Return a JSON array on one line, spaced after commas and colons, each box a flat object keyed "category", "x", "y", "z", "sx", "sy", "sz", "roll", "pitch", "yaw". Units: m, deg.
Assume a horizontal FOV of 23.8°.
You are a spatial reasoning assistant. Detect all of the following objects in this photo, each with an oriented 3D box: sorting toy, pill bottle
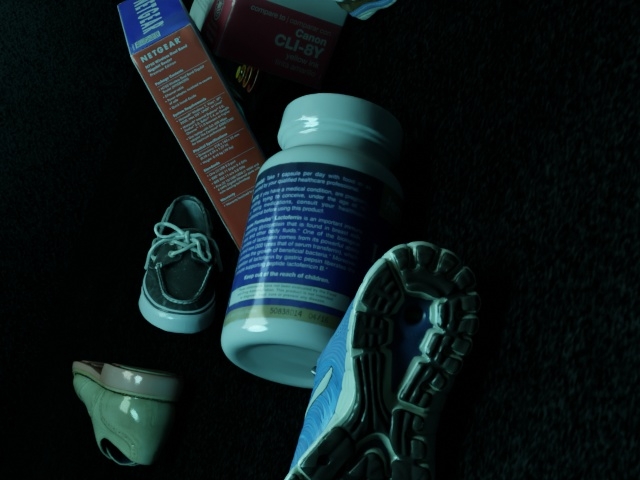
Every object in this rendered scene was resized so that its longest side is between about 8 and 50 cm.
[{"category": "sorting toy", "x": -0.106, "y": -0.281, "z": 2.352, "sx": 0.061, "sy": 0.042, "sz": 0.102, "roll": 134, "pitch": 150, "yaw": -57}, {"category": "pill bottle", "x": 0.000, "y": 0.000, "z": 1.487, "sx": 0.153, "sy": 0.153, "sz": 0.265, "roll": 140, "pitch": 144, "yaw": -62}]

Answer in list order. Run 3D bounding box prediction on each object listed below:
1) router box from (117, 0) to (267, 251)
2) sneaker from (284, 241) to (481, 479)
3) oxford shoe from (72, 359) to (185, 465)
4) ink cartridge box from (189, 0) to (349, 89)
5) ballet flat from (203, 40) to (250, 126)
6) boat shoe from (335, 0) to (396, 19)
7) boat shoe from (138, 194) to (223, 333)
[{"category": "router box", "x": -0.144, "y": -0.159, "z": 1.927, "sx": 0.082, "sy": 0.301, "sz": 0.335, "roll": -28, "pitch": 21, "yaw": 0}, {"category": "sneaker", "x": 0.045, "y": 0.160, "z": 1.273, "sx": 0.147, "sy": 0.129, "sz": 0.330, "roll": -109, "pitch": 40, "yaw": -88}, {"category": "oxford shoe", "x": -0.310, "y": 0.261, "z": 2.292, "sx": 0.397, "sy": 0.140, "sz": 0.147, "roll": 166, "pitch": 114, "yaw": -74}, {"category": "ink cartridge box", "x": -0.026, "y": -0.430, "z": 2.024, "sx": 0.279, "sy": 0.160, "sz": 0.385, "roll": -118, "pitch": 47, "yaw": -68}, {"category": "ballet flat", "x": -0.176, "y": -0.235, "z": 2.219, "sx": 0.316, "sy": 0.107, "sz": 0.106, "roll": 68, "pitch": -173, "yaw": -64}, {"category": "boat shoe", "x": 0.055, "y": -0.310, "z": 1.792, "sx": 0.183, "sy": 0.066, "sz": 0.066, "roll": 146, "pitch": 139, "yaw": -66}, {"category": "boat shoe", "x": -0.196, "y": 0.026, "z": 2.199, "sx": 0.306, "sy": 0.113, "sz": 0.105, "roll": -84, "pitch": 3, "yaw": -65}]
